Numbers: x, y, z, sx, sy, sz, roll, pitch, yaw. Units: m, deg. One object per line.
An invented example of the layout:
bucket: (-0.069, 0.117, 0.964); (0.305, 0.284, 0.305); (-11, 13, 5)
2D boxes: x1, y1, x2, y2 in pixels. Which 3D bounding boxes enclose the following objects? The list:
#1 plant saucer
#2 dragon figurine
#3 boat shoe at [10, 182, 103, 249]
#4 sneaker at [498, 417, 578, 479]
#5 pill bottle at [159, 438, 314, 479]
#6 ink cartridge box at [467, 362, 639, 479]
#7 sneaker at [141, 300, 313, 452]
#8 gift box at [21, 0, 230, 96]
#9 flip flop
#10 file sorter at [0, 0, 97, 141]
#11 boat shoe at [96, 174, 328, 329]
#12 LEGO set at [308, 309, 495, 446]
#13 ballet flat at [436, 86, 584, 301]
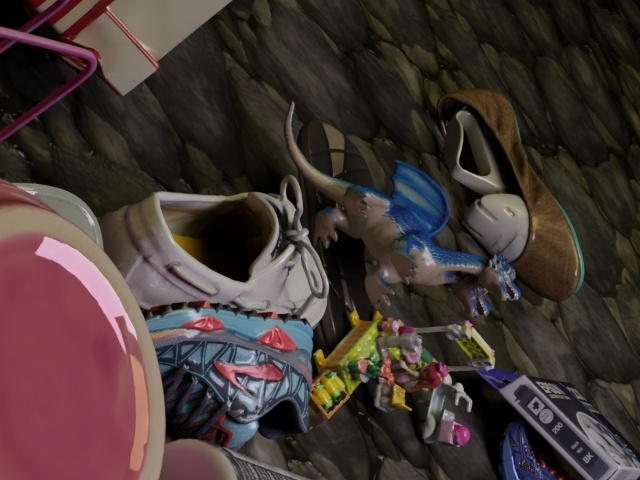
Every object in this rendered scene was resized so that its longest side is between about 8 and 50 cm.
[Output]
plant saucer: (-0.213, 0.106, 1.359); (0.332, 0.084, 0.332); (33, 49, -49)
dragon figurine: (0.072, -0.021, 1.984); (0.289, 0.085, 0.144); (47, 34, 11)
boat shoe: (-0.287, -0.010, 1.463); (0.302, 0.091, 0.114); (29, 53, -52)
sneaker: (0.275, 0.291, 2.190); (0.221, 0.087, 0.083); (59, 23, 3)
pill bottle: (-0.042, 0.247, 1.569); (0.245, 0.130, 0.130); (29, 36, -49)
ink cartridge box: (0.280, 0.203, 2.254); (0.208, 0.045, 0.206); (44, 10, 20)
sneaker: (-0.092, 0.120, 1.660); (0.262, 0.104, 0.125); (7, 70, -46)
gift box: (-0.199, -0.304, 1.778); (0.255, 0.258, 0.276); (47, 10, -28)
flip flop: (0.000, 0.000, 2.040); (0.112, 0.080, 0.277); (22, 57, -47)
file sorter: (-0.327, -0.223, 1.532); (0.202, 0.182, 0.291); (9, 52, -61)
boat shoe: (-0.066, 0.007, 1.787); (0.367, 0.156, 0.136); (15, 47, -57)
LEGO set: (0.087, 0.129, 1.954); (0.287, 0.107, 0.132); (17, 71, -58)
ballet flat: (0.227, -0.066, 2.537); (0.124, 0.116, 0.342); (9, 49, -35)
